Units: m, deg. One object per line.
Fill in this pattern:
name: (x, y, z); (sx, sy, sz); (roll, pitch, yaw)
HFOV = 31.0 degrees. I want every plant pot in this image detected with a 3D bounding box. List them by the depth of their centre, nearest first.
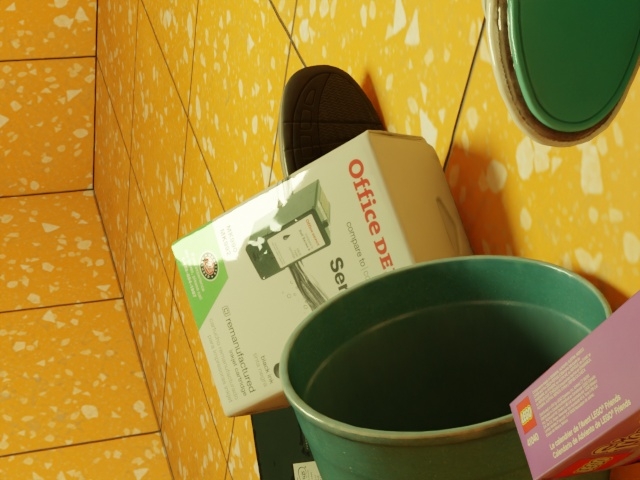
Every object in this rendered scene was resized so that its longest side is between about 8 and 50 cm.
plant pot: (0.124, 0.187, 0.985); (0.271, 0.271, 0.255); (-135, 29, -61)

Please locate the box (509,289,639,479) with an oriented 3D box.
box: (0.253, 0.050, 0.629); (0.293, 0.201, 0.057); (118, 142, -59)

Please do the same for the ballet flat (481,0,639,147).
ballet flat: (0.174, -0.267, 0.871); (0.139, 0.139, 0.400); (180, 91, -71)

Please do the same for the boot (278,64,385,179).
boot: (0.000, 0.000, 1.458); (0.284, 0.138, 0.377); (134, 122, -66)

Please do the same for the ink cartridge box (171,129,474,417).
ink cartridge box: (0.006, 0.038, 1.218); (0.289, 0.121, 0.211); (-29, 74, 32)

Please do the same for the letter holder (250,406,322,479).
letter holder: (0.058, 0.327, 1.400); (0.152, 0.214, 0.302); (-17, 77, 38)
